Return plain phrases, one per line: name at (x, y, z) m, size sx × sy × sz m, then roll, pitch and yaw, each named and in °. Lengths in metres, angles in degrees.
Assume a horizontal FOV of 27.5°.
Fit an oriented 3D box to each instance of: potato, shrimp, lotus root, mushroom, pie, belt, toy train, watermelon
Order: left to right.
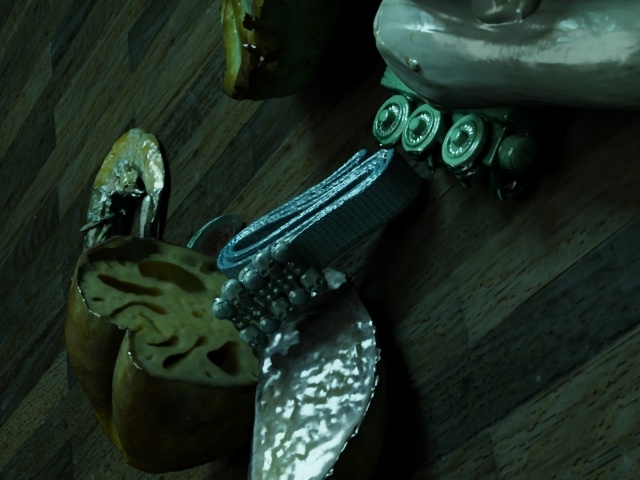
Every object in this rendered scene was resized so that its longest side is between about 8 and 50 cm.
shrimp at (-0.226, -0.022, 1.492) m, size 0.150 × 0.051 × 0.217 m, roll 14°, pitch 90°, yaw 53°
lotus root at (-0.144, 0.117, 1.155) m, size 0.188 × 0.199 × 0.180 m, roll -97°, pitch 30°, yaw -53°
watermelon at (-0.098, 0.014, 1.272) m, size 0.061 × 0.085 × 0.085 m, roll 44°, pitch 130°, yaw 8°
pie at (-0.028, -0.278, 1.111) m, size 0.355 × 0.103 × 0.288 m, roll -95°, pitch 17°, yaw -46°
belt at (-0.003, -0.003, 1.020) m, size 0.179 × 0.065 × 0.100 m, roll -36°, pitch 27°, yaw 19°
potato at (0.011, 0.134, 1.021) m, size 0.120 × 0.100 × 0.261 m, roll -16°, pitch 43°, yaw 19°
toy train at (0.103, -0.097, 0.929) m, size 0.170 × 0.071 × 0.111 m, roll 27°, pitch 95°, yaw 57°
mushroom at (0.141, -0.118, 0.786) m, size 0.278 × 0.096 × 0.099 m, roll 14°, pitch 103°, yaw 45°
